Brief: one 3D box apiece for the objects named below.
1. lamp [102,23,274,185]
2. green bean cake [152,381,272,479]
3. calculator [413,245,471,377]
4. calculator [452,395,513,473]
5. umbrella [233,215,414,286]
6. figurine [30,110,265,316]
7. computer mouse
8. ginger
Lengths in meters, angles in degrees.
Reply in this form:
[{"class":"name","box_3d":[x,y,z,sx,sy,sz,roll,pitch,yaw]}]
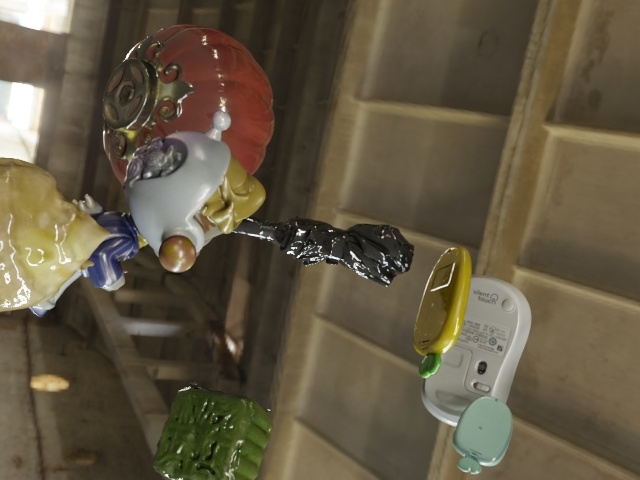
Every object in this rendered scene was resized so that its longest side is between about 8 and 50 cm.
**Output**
[{"class":"lamp","box_3d":[-0.216,-0.196,1.222,0.303,0.257,0.302,-11,-108,35]},{"class":"green bean cake","box_3d":[-0.277,0.516,1.951,0.250,0.156,0.246,5,-117,27]},{"class":"calculator","box_3d":[0.206,0.119,1.289,0.146,0.032,0.234,143,-33,-67]},{"class":"calculator","box_3d":[0.288,0.345,1.342,0.153,0.095,0.021,-56,160,-34]},{"class":"umbrella","box_3d":[0.000,0.000,1.349,0.118,0.341,0.118,-168,-90,-86]},{"class":"figurine","box_3d":[-0.202,-0.026,0.825,0.275,0.133,0.193,-19,-152,16]},{"class":"computer mouse","box_3d":[0.307,0.220,1.480,0.184,0.121,0.296,10,-98,29]},{"class":"ginger","box_3d":[-0.317,0.002,0.633,0.152,0.267,0.137,-123,-154,-48]}]
